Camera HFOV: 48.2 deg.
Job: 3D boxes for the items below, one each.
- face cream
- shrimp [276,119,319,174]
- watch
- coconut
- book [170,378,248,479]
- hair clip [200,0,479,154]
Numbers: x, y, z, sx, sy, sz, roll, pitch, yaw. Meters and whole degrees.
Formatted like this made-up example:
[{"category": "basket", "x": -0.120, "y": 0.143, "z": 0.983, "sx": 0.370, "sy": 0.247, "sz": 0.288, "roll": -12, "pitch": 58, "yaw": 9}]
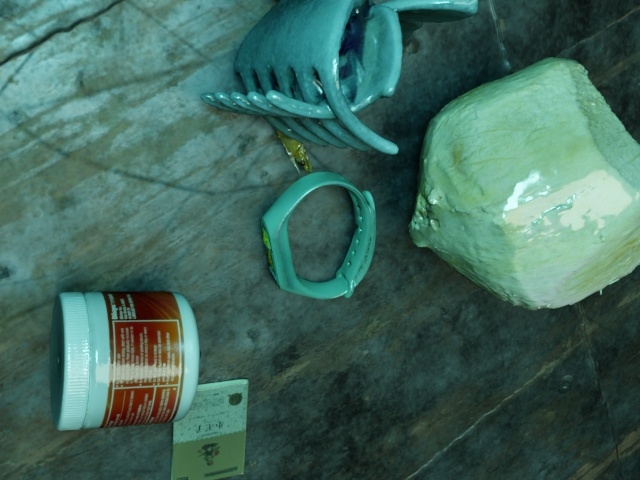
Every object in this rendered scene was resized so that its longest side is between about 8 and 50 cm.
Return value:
[{"category": "face cream", "x": -0.296, "y": 0.176, "z": 1.069, "sx": 0.187, "sy": 0.201, "sz": 0.201, "roll": 2, "pitch": 108, "yaw": -26}, {"category": "shrimp", "x": -0.030, "y": -0.189, "z": 1.166, "sx": 0.095, "sy": 0.045, "sz": 0.162, "roll": -36, "pitch": 117, "yaw": -34}, {"category": "watch", "x": 0.000, "y": 0.000, "z": 1.218, "sx": 0.195, "sy": 0.068, "sz": 0.237, "roll": -17, "pitch": 121, "yaw": -14}, {"category": "coconut", "x": 0.322, "y": -0.076, "z": 1.178, "sx": 0.405, "sy": 0.404, "sz": 0.404, "roll": -9, "pitch": 112, "yaw": -23}, {"category": "book", "x": -0.199, "y": 0.347, "z": 1.288, "sx": 0.139, "sy": 0.016, "sz": 0.198, "roll": -4, "pitch": 110, "yaw": -25}, {"category": "hair clip", "x": -0.001, "y": -0.264, "z": 0.971, "sx": 0.392, "sy": 0.318, "sz": 0.238, "roll": 20, "pitch": 91, "yaw": -32}]
